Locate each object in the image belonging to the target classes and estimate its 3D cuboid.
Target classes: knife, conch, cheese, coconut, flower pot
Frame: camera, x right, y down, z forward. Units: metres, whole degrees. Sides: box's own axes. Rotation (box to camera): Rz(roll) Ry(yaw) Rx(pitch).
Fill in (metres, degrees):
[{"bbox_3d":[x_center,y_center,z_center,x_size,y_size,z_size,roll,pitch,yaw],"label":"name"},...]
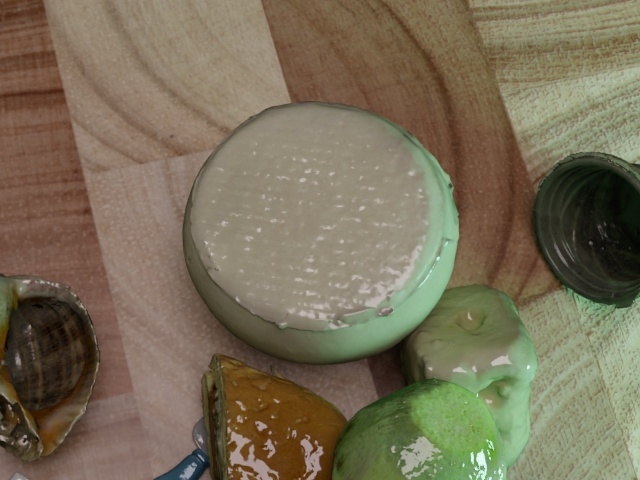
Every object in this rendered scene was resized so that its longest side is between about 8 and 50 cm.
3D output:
[{"bbox_3d":[-0.153,0.275,1.611,0.058,0.032,0.244,37,65,11],"label":"knife"},{"bbox_3d":[-0.422,0.151,1.551,0.210,0.159,0.291,-18,85,-38],"label":"conch"},{"bbox_3d":[0.202,0.186,1.638,0.173,0.251,0.248,-11,36,1],"label":"cheese"},{"bbox_3d":[0.114,0.284,1.436,0.204,0.236,0.236,20,68,-16],"label":"coconut"},{"bbox_3d":[0.443,-0.030,1.724,0.140,0.235,0.235,-19,73,-35],"label":"flower pot"}]

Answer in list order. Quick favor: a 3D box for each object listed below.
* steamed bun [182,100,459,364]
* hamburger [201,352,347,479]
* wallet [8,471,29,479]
[{"bbox_3d":[0.000,0.000,1.612,0.374,0.241,0.374,-1,67,1],"label":"steamed bun"},{"bbox_3d":[-0.040,0.304,1.538,0.209,0.162,0.330,-4,72,-16],"label":"hamburger"},{"bbox_3d":[-0.417,0.368,1.538,0.061,0.025,0.122,36,69,7],"label":"wallet"}]
